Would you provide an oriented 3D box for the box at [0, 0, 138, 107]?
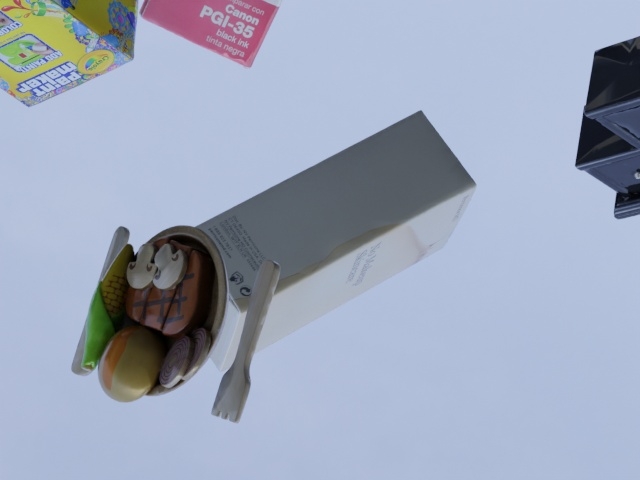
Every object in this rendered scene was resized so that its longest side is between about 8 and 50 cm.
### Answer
[{"bbox_3d":[-0.361,-0.365,2.267,0.279,0.177,0.290,36,-136,-42],"label":"box"}]

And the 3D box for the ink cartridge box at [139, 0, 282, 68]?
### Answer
[{"bbox_3d":[-0.051,-0.324,1.762,0.117,0.283,0.207,25,-163,-7],"label":"ink cartridge box"}]

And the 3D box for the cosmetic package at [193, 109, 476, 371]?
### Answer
[{"bbox_3d":[0.000,0.000,2.065,0.309,0.160,0.113,-28,-108,-22],"label":"cosmetic package"}]

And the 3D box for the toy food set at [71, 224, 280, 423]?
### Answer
[{"bbox_3d":[-0.115,0.051,1.346,0.038,0.132,0.192,21,172,-43],"label":"toy food set"}]

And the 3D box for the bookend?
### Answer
[{"bbox_3d":[0.256,-0.094,1.545,0.157,0.156,0.072,30,-119,-35],"label":"bookend"}]
